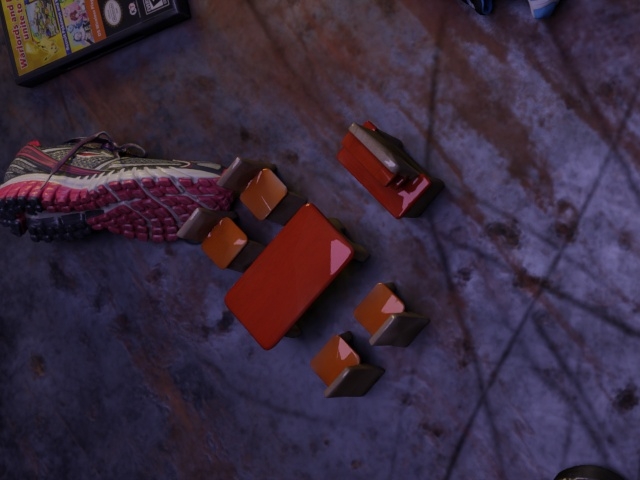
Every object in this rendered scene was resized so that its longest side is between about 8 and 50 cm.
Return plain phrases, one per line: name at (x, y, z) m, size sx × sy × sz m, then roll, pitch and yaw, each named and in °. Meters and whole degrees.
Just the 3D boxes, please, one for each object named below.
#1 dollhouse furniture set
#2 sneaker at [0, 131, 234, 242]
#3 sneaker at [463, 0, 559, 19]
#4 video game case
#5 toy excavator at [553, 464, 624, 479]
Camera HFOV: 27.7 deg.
dollhouse furniture set at (0.000, 0.000, 1.376) m, size 0.262 × 0.135 × 0.259 m, roll 46°, pitch 106°, yaw 21°
sneaker at (-0.242, -0.073, 1.514) m, size 0.299 × 0.121 × 0.112 m, roll 1°, pitch 56°, yaw 18°
sneaker at (0.142, -0.286, 1.359) m, size 0.237 × 0.085 × 0.086 m, roll 18°, pitch 102°, yaw 28°
video game case at (-0.300, -0.359, 1.600) m, size 0.248 × 0.035 × 0.274 m, roll -19°, pitch 80°, yaw 23°
toy excavator at (0.225, 0.506, 1.213) m, size 0.433 × 0.222 × 0.445 m, roll -40°, pitch 80°, yaw 19°
